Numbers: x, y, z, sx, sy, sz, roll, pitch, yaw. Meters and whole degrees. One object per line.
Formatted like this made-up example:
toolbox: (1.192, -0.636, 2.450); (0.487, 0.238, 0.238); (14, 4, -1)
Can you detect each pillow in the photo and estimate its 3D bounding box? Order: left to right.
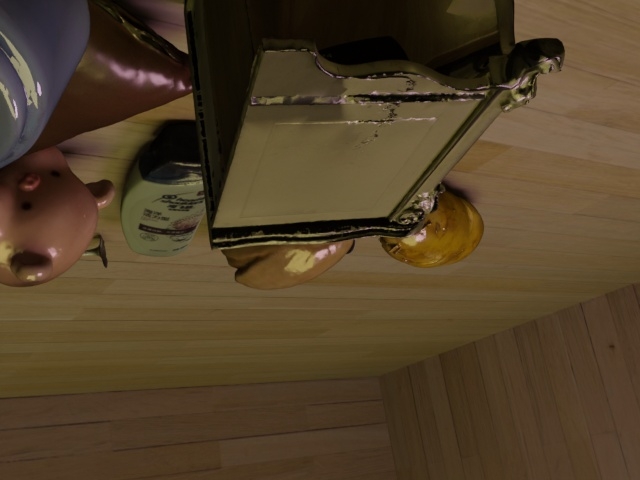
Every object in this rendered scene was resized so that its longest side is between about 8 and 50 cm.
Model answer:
pillow: (-0.328, -0.186, 0.776); (0.305, 0.108, 0.308); (-15, 157, 26)

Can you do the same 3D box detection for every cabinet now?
cabinet: (0.015, -0.186, 0.663); (0.227, 0.290, 0.318); (-3, 159, -15)

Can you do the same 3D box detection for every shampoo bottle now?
shampoo bottle: (-0.243, -0.069, 1.194); (0.134, 0.078, 0.359); (0, 159, -20)

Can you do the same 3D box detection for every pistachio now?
pistachio: (-0.056, -0.003, 1.354); (0.293, 0.162, 0.181); (-25, -174, 34)

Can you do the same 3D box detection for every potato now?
potato: (0.209, -0.022, 1.456); (0.173, 0.140, 0.300); (-28, 160, 27)

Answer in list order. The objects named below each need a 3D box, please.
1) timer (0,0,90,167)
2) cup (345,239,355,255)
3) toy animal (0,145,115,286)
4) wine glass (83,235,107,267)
timer: (-0.396, -0.187, 0.544); (0.394, 0.173, 0.395); (5, 137, 5)
cup: (0.000, 0.000, 1.543); (0.104, 0.074, 0.116); (33, 145, -29)
toy animal: (-0.439, -0.027, 1.029); (0.229, 0.210, 0.221); (38, 131, -18)
wine glass: (-0.498, 0.033, 1.391); (0.198, 0.066, 0.066); (-8, 161, -7)
